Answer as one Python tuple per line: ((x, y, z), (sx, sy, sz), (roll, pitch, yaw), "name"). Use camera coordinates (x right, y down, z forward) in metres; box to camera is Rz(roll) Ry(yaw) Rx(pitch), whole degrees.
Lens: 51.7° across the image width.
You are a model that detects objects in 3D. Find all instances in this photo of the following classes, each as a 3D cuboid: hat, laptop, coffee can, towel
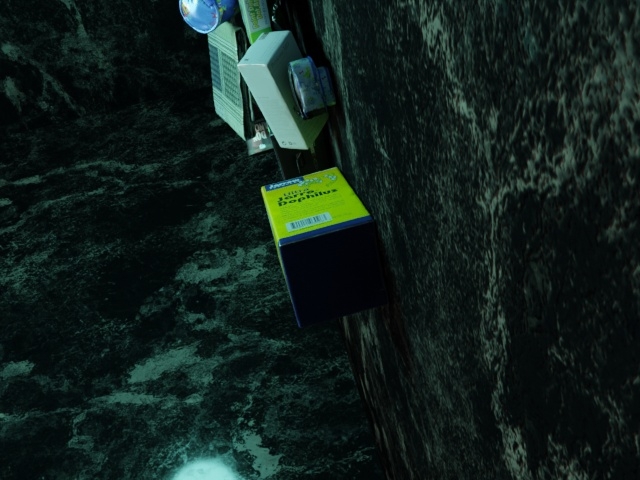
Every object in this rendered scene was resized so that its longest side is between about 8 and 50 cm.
((-0.095, -0.570, 1.860), (0.209, 0.183, 0.173), (-60, 0, -22), "hat")
((-0.043, -0.505, 1.497), (0.234, 0.136, 0.265), (-131, 52, -80), "laptop")
((-0.153, -0.412, 1.994), (0.201, 0.201, 0.276), (-142, 38, -83), "coffee can")
((-0.248, -0.465, 1.856), (0.324, 0.056, 0.313), (-132, 35, -55), "towel")

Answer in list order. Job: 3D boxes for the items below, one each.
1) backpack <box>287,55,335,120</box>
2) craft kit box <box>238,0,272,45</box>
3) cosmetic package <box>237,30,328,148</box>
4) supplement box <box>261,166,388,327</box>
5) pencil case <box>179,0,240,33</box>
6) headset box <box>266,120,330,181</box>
((-0.019, -0.314, 1.338), (0.105, 0.084, 0.114), (-120, 10, -71), "backpack")
((-0.165, -0.579, 1.491), (0.250, 0.060, 0.247), (81, 176, -50), "craft kit box")
((-0.075, -0.321, 1.425), (0.117, 0.085, 0.231), (-62, -37, -29), "cosmetic package")
((0.000, 0.000, 1.442), (0.356, 0.195, 0.194), (-115, 11, -64), "supplement box")
((-0.226, -0.651, 1.705), (0.119, 0.306, 0.133), (46, 142, -8), "pencil case")
((-0.073, -0.303, 1.723), (0.246, 0.131, 0.283), (75, 178, -60), "headset box")
